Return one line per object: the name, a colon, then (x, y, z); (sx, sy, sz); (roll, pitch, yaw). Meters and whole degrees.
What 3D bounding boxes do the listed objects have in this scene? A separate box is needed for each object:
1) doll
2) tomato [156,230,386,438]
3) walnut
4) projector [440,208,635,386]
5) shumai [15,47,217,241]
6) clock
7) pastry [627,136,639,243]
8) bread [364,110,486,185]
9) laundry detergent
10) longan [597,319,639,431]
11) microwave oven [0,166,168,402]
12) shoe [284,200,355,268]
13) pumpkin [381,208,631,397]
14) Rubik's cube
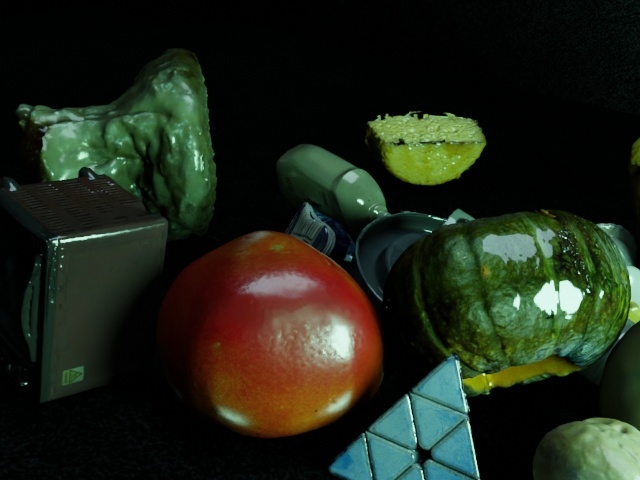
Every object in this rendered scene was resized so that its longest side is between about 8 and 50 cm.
doll: (0.509, 0.059, 1.712); (0.138, 0.119, 0.293); (22, 28, -4)
tomato: (-0.062, 0.111, 1.234); (0.299, 0.226, 0.298); (8, 25, -4)
walnut: (0.318, 0.271, 1.094); (0.140, 0.140, 0.162); (-11, 11, -39)
projector: (0.308, 0.086, 1.411); (0.338, 0.108, 0.108); (35, 30, 16)
shumai: (-0.353, -0.152, 1.690); (0.324, 0.324, 0.397); (-8, 23, -14)
clock: (0.190, 0.074, 1.511); (0.313, 0.061, 0.312); (14, 36, -10)
pastry: (0.627, -0.035, 1.697); (0.164, 0.355, 0.356); (-8, 20, 12)
bread: (0.233, -0.201, 2.211); (0.261, 0.147, 0.160); (-4, 34, -17)
laundry detergent: (0.034, -0.075, 1.799); (0.091, 0.181, 0.253); (-38, 43, -26)
longan: (0.468, 0.194, 1.191); (0.258, 0.258, 0.258); (7, 22, -3)
microwave oven: (-0.327, 0.056, 1.258); (0.188, 0.247, 0.178); (-12, 32, -37)
shoe: (0.000, 0.000, 1.731); (0.106, 0.091, 0.207); (27, 8, -27)
pumpkin: (0.229, 0.081, 1.220); (0.321, 0.320, 0.192); (-1, 65, -22)
Rubik's cube: (0.100, 0.271, 1.123); (0.178, 0.211, 0.190); (-14, 47, 5)
